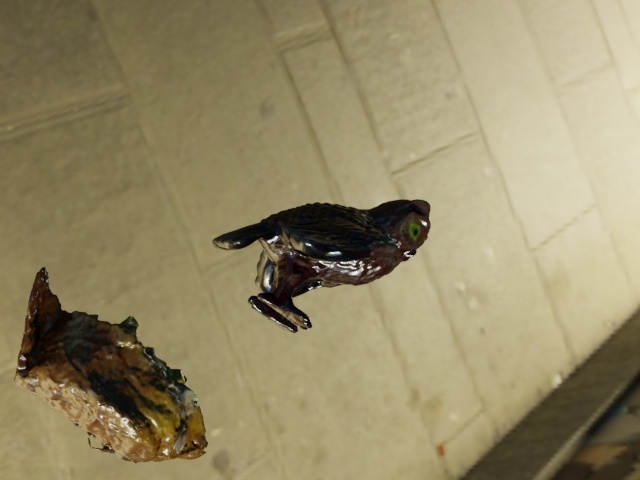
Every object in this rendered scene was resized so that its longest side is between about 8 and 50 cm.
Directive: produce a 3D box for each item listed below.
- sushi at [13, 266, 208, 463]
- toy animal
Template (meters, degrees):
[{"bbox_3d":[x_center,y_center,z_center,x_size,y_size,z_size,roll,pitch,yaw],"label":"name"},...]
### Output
[{"bbox_3d":[-0.261,0.175,1.687,0.296,0.167,0.179,31,56,3],"label":"sushi"},{"bbox_3d":[0.008,-0.003,1.180,0.179,0.218,0.116,-34,85,-15],"label":"toy animal"}]
